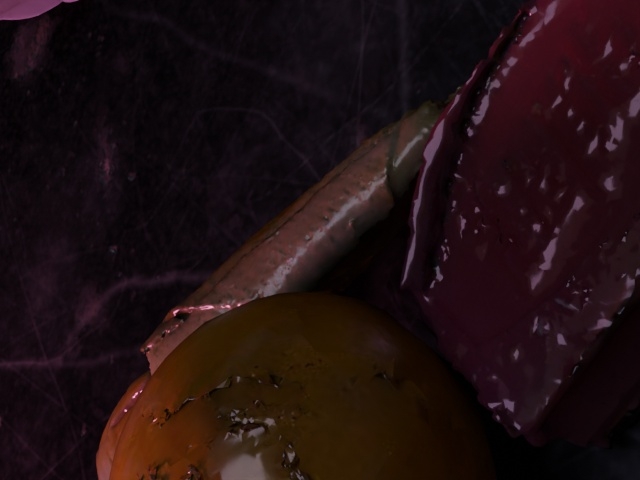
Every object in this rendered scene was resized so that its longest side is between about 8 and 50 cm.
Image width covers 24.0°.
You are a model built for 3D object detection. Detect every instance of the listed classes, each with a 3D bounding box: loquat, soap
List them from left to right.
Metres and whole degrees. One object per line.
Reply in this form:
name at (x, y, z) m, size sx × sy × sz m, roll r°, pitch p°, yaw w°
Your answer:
loquat at (-0.010, 0.149, 0.872) m, size 0.235 × 0.235 × 0.235 m, roll -11°, pitch 74°, yaw 41°
soap at (0.166, -0.045, 0.850) m, size 0.182 × 0.112 × 0.289 m, roll 47°, pitch 111°, yaw 35°

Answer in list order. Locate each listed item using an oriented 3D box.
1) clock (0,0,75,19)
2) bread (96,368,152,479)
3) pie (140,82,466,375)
clock at (-0.292, -0.326, 1.302) m, size 0.189 × 0.189 × 0.254 m, roll -54°, pitch 45°, yaw 20°
bread at (-0.085, 0.194, 1.047) m, size 0.134 × 0.081 × 0.225 m, roll -41°, pitch 58°, yaw 35°
pie at (0.000, 0.000, 0.974) m, size 0.282 × 0.128 × 0.068 m, roll -44°, pitch 89°, yaw 17°
